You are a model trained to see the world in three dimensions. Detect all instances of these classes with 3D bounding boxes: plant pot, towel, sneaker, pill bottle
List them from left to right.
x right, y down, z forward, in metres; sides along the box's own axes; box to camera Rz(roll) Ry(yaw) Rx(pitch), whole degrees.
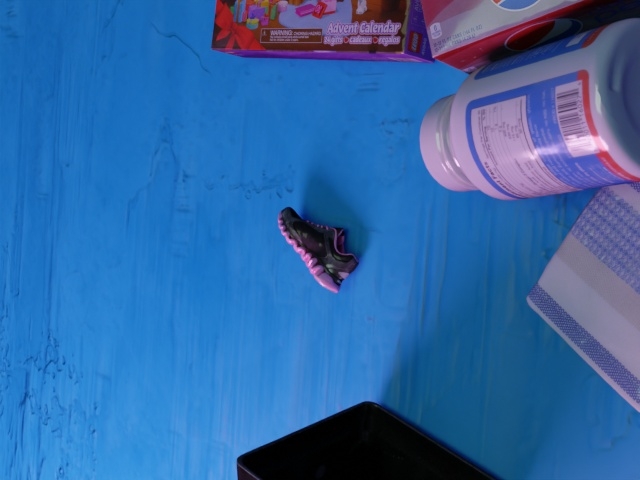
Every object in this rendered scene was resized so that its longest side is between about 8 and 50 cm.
[{"bbox_3d":[0.000,0.000,1.029,0.057,0.047,0.119,-44,61,10],"label":"sneaker"},{"bbox_3d":[0.039,0.290,0.894,0.187,0.188,0.167,26,118,40],"label":"plant pot"},{"bbox_3d":[0.188,-0.099,0.788,0.221,0.124,0.124,-6,84,57],"label":"pill bottle"},{"bbox_3d":[0.309,0.006,0.748,0.209,0.034,0.285,47,116,36],"label":"towel"}]

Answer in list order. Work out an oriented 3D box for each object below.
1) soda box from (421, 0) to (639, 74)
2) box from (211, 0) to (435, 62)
[{"bbox_3d":[0.216,-0.221,0.770,0.263,0.092,0.084,-16,78,30],"label":"soda box"},{"bbox_3d":[0.005,-0.299,1.017,0.293,0.057,0.201,11,95,42],"label":"box"}]
